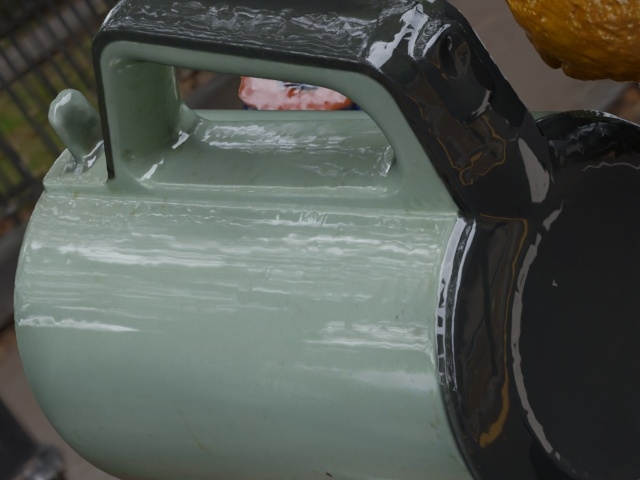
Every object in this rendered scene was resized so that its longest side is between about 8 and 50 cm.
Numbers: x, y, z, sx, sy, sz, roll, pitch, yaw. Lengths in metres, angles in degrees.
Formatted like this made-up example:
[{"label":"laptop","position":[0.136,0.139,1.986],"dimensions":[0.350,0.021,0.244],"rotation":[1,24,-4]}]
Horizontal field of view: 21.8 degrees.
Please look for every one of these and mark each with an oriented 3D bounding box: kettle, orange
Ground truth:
[{"label":"kettle","position":[0.000,0.000,0.944],"dimensions":[0.376,0.361,0.250],"rotation":[2,41,49]},{"label":"orange","position":[0.149,-0.132,0.798],"dimensions":[0.135,0.117,0.135],"rotation":[1,36,-1]}]

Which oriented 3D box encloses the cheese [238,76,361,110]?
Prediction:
[{"label":"cheese","position":[-0.006,-0.217,1.332],"dimensions":[0.217,0.329,0.129],"rotation":[5,-4,16]}]
